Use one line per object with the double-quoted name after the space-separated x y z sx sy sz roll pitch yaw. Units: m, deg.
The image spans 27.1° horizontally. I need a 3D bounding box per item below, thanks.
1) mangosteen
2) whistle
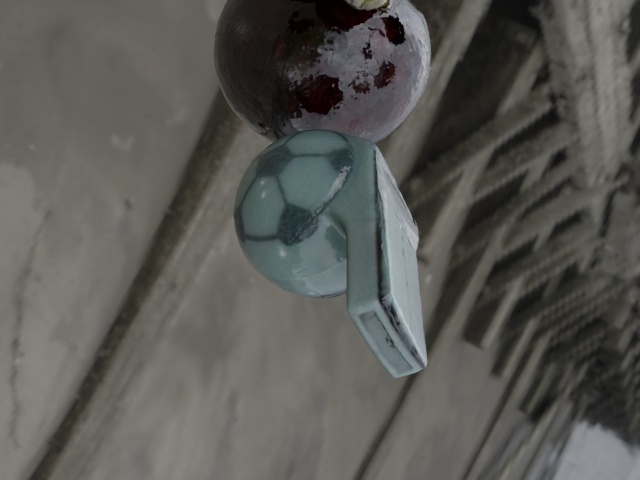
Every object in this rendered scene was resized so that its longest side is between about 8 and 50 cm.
0.005 -0.215 1.351 0.228 0.228 0.265 -40 149 -45 "mangosteen"
0.000 0.000 1.151 0.289 0.164 0.163 -90 -176 -47 "whistle"
